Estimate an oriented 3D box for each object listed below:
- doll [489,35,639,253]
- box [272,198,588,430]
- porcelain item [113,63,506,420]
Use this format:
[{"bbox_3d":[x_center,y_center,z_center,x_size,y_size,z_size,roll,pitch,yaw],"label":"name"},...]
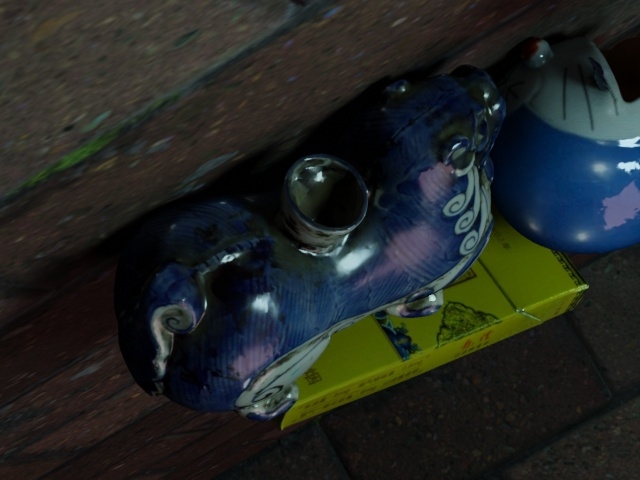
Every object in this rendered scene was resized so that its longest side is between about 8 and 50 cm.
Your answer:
[{"bbox_3d":[0.243,-0.071,1.172,0.257,0.215,0.161,-4,128,-5],"label":"doll"},{"bbox_3d":[0.048,0.028,1.219,0.279,0.153,0.041,-20,150,-29],"label":"box"},{"bbox_3d":[0.000,0.000,1.070,0.288,0.138,0.186,-27,159,-22],"label":"porcelain item"}]
